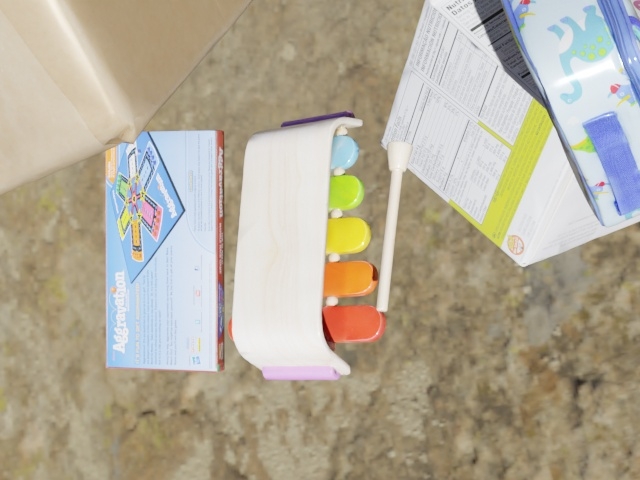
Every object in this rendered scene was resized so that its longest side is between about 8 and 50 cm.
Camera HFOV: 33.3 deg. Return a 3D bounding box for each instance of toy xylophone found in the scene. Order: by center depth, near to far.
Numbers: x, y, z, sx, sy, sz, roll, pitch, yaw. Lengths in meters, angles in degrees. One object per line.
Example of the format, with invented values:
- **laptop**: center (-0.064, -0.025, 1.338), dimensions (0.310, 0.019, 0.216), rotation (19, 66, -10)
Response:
- **toy xylophone**: center (0.000, 0.000, 1.197), dimensions (0.236, 0.081, 0.322), rotation (4, 78, 33)

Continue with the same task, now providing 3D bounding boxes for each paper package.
- **paper package**: center (-0.193, -0.246, 0.684), dimensions (0.168, 0.309, 0.325), rotation (-13, 118, 26)

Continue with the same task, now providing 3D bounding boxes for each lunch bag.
- **lunch bag**: center (0.208, -0.121, 0.812), dimensions (0.090, 0.219, 0.176), rotation (-21, 52, 17)

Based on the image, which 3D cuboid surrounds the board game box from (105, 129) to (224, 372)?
- **board game box**: center (-0.184, 0.012, 1.261), dimensions (0.145, 0.027, 0.281), rotation (1, 91, 15)

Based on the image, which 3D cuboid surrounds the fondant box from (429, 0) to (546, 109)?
- **fondant box**: center (0.208, -0.275, 1.113), dimensions (0.096, 0.330, 0.238), rotation (-30, 54, 25)

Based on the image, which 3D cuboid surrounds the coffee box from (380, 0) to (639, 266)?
- **coffee box**: center (0.351, -0.226, 1.605), dimensions (0.334, 0.337, 0.338), rotation (44, 135, 33)
